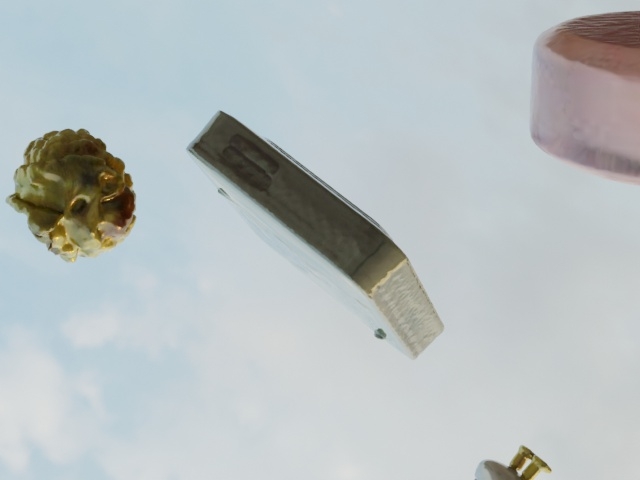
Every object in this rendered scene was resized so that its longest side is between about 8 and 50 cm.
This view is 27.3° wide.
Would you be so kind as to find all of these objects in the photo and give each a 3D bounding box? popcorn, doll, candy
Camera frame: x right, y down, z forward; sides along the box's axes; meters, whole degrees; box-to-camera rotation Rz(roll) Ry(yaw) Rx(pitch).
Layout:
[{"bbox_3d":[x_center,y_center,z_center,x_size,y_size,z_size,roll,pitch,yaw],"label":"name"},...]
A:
[{"bbox_3d":[-0.396,-0.069,2.101,0.218,0.189,0.169,47,164,-24],"label":"popcorn"},{"bbox_3d":[0.225,0.428,1.989,0.119,0.293,0.138,50,174,-21],"label":"doll"},{"bbox_3d":[0.274,-0.104,0.951,0.255,0.094,0.255,0,-161,0],"label":"candy"}]

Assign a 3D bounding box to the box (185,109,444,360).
[{"bbox_3d":[0.000,-0.001,2.045,0.396,0.111,0.396,39,173,26],"label":"box"}]
